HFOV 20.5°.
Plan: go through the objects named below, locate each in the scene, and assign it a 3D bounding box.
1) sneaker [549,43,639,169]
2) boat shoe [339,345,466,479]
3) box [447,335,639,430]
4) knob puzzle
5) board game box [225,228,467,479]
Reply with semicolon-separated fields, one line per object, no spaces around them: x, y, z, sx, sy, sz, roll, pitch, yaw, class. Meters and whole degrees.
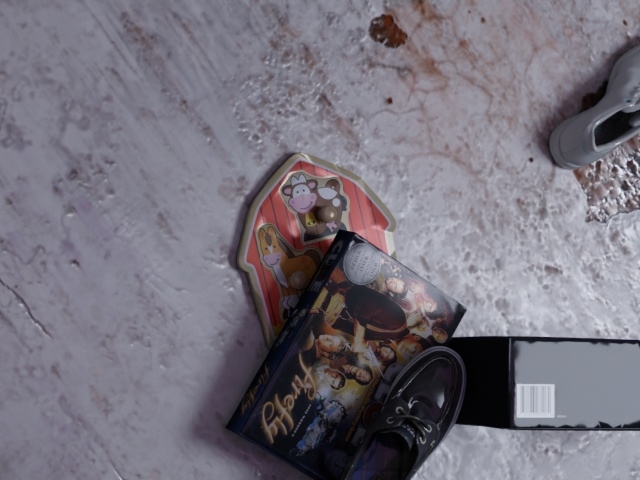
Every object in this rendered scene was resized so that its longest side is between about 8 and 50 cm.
0.361;-0.158;2.035;0.212;0.094;0.080;-45;104;-20;sneaker
0.079;0.208;1.832;0.080;0.076;0.228;37;83;4;boat shoe
0.272;0.156;1.930;0.261;0.184;0.103;3;83;-24;box
0.000;0.000;1.899;0.213;0.030;0.213;1;87;-24;knob puzzle
0.030;0.134;1.878;0.165;0.042;0.243;33;81;-24;board game box
